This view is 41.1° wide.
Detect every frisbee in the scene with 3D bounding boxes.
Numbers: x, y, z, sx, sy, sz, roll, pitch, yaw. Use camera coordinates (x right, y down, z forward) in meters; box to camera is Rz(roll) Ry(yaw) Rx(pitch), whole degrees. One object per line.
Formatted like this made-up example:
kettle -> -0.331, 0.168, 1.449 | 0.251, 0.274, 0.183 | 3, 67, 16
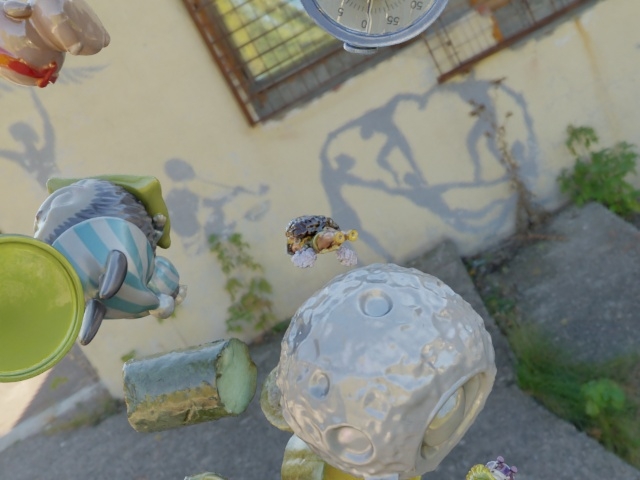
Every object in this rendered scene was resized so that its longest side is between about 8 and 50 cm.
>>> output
frisbee -> -0.486, 0.106, 1.344 | 0.236, 0.236, 0.017 | -38, 22, -31

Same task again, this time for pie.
pie -> -0.043, 0.356, 1.924 | 0.185, 0.052, 0.218 | -37, 51, -27

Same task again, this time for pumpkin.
pumpkin -> 0.084, 0.565, 2.082 | 0.332, 0.332, 0.199 | -34, 0, -20

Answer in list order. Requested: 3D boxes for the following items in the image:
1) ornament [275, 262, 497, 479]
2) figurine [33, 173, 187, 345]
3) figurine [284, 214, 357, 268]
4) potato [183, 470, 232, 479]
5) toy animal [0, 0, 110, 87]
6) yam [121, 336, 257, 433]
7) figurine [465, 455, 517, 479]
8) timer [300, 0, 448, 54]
ornament -> 0.091, 0.196, 1.324 | 0.337, 0.337, 0.337 | -27, 15, 8
figurine -> -0.423, 0.090, 1.648 | 0.266, 0.361, 0.377 | -14, 35, 15
figurine -> -0.001, -0.001, 2.017 | 0.175, 0.115, 0.240 | -1, 10, -30
potato -> -0.259, 0.724, 2.082 | 0.243, 0.285, 0.242 | -24, -29, -14
toy animal -> -0.471, -0.336, 1.423 | 0.198, 0.171, 0.171 | -27, 14, 11
yam -> -0.314, 0.339, 1.985 | 0.300, 0.195, 0.195 | -14, 19, 20
figurine -> 0.322, 0.497, 1.672 | 0.114, 0.095, 0.156 | -67, -18, 14
timer -> 0.120, -0.603, 1.925 | 0.395, 0.395, 0.173 | -25, 27, 13
